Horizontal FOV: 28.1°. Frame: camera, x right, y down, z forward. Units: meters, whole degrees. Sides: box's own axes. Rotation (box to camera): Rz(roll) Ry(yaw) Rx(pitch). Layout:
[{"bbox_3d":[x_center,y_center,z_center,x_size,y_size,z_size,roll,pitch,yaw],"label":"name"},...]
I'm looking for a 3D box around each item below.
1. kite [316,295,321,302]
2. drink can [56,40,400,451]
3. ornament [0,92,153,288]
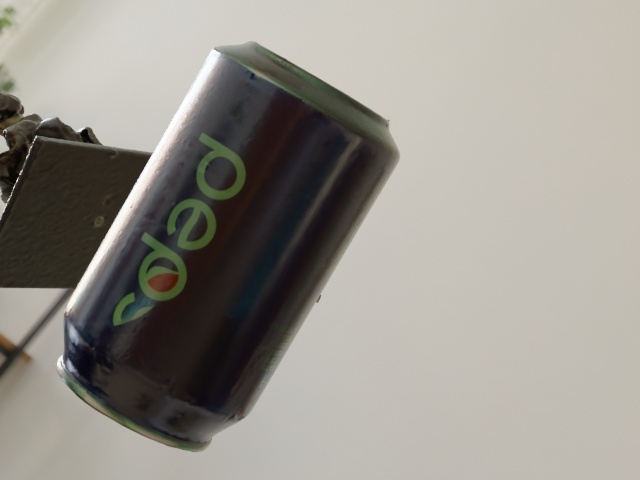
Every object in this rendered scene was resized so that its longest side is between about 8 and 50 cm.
[{"bbox_3d":[-0.003,-0.002,1.954,0.022,0.204,0.360,28,3,-11],"label":"kite"},{"bbox_3d":[-0.051,0.003,0.678,0.118,0.205,0.118,30,3,-2],"label":"drink can"},{"bbox_3d":[-0.279,-0.070,1.214,0.196,0.153,0.166,42,21,32],"label":"ornament"}]
